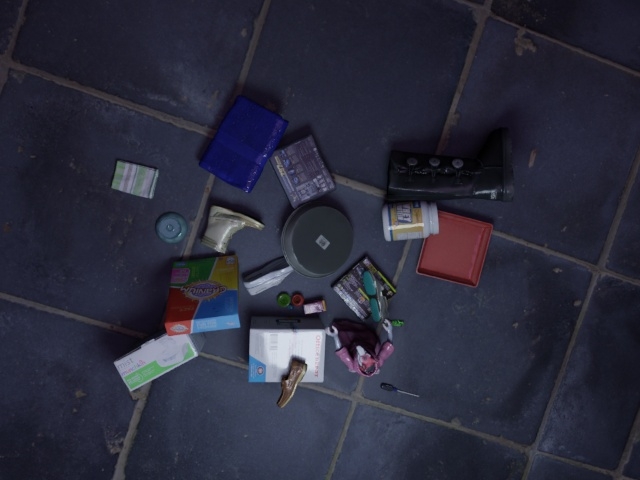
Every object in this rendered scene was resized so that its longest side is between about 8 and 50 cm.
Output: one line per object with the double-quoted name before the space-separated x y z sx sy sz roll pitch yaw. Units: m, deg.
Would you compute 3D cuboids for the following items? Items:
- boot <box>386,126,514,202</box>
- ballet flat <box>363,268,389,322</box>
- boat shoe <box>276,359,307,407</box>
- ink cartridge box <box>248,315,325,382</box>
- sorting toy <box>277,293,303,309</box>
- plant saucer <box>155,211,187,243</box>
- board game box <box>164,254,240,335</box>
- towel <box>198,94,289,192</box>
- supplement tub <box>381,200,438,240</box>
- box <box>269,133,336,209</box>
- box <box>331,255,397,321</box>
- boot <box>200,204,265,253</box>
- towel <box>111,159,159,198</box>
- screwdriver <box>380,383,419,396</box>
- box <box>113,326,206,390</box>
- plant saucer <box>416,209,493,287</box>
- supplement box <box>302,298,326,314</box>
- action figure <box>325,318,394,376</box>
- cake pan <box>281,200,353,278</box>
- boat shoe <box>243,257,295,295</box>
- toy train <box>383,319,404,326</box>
"boot" 0.481 -0.294 1.898 0.445 0.367 0.146 1 136 14
"ballet flat" 0.215 0.207 1.918 0.068 0.072 0.213 -16 97 -33
"boat shoe" -0.110 0.495 1.748 0.060 0.064 0.178 28 94 -8
"ink cartridge box" -0.126 0.398 1.864 0.270 0.197 0.198 2 95 -6
"sorting toy" -0.113 0.237 1.939 0.102 0.042 0.061 -1 79 6
"plant saucer" -0.558 -0.047 1.878 0.119 0.021 0.119 0 94 -6
"board game box" -0.406 0.185 1.772 0.242 0.316 0.064 -7 128 -6
"towel" -0.278 -0.351 1.844 0.227 0.076 0.308 30 93 7
"supplement tub" 0.335 -0.075 1.889 0.199 0.144 0.144 -6 95 9
"box" -0.070 -0.257 1.895 0.183 0.059 0.233 -27 97 -4
"box" 0.169 0.189 1.960 0.184 0.045 0.191 -43 96 -4
"boot" -0.328 -0.028 1.876 0.213 0.077 0.165 18 91 -2
"towel" -0.682 -0.225 1.852 0.152 0.023 0.113 14 92 -7
"screwdriver" 0.319 0.604 2.013 0.170 0.025 0.024 18 92 -6
"box" -0.564 0.388 1.803 0.262 0.231 0.127 -28 96 -4
"plant saucer" 0.522 0.031 1.983 0.258 0.048 0.259 14 92 -7
"supplement box" -0.024 0.254 1.938 0.083 0.055 0.043 -12 94 -6
"action figure" 0.132 0.412 1.807 0.248 0.370 0.276 1 98 -4
"cake pan" 0.000 0.000 1.882 0.293 0.054 0.293 -2 95 -23
"boat shoe" -0.181 0.134 1.912 0.226 0.083 0.076 -22 124 -5
"toy train" 0.290 0.328 1.995 0.083 0.017 0.024 5 103 -6
